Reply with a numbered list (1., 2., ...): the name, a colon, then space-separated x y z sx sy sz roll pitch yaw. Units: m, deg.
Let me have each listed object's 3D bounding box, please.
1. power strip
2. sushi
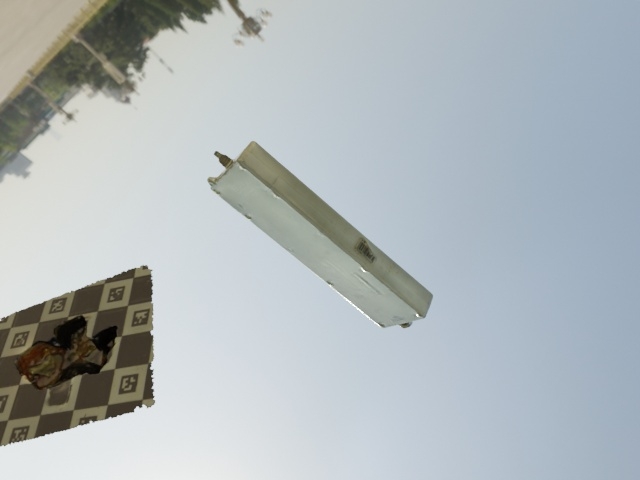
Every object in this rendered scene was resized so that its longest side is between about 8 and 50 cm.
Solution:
1. power strip: 0.000 0.000 0.724 0.106 0.367 0.043 -28 -153 52
2. sushi: -0.281 0.140 0.612 0.210 0.040 0.192 -18 -130 3
